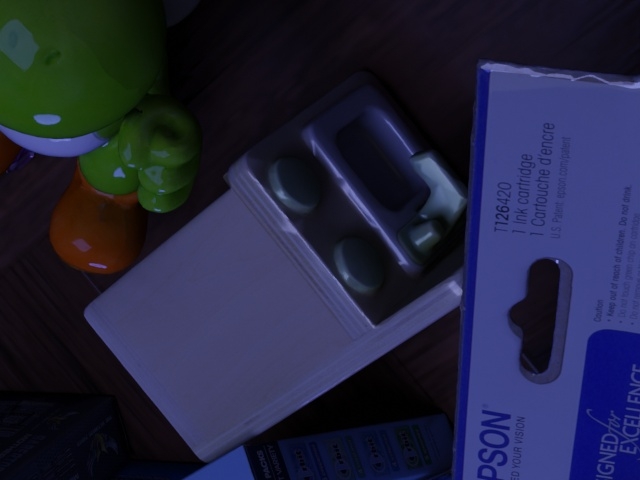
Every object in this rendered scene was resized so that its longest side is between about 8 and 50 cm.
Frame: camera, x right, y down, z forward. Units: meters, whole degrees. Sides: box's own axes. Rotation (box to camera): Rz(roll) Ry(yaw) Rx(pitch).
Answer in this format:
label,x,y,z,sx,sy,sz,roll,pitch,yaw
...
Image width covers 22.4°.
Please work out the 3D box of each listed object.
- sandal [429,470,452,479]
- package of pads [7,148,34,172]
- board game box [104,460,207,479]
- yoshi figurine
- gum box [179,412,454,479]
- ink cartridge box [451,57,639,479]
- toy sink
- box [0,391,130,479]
label,x,y,z,sx,sy,sz,roll,pitch,yaw
sandal,0.156,0.211,0.920,0.317,0.138,0.126,9,108,38
package of pads,-0.231,-0.087,1.099,0.083,0.032,0.050,32,131,12
board game box,-0.151,0.315,1.239,0.308,0.086,0.301,-2,114,31
yoshi figurine,-0.149,-0.093,0.877,0.362,0.204,0.203,121,136,-62
gum box,-0.026,0.163,1.022,0.157,0.184,0.041,-33,70,39
ink cartridge box,0.226,0.041,0.800,0.307,0.072,0.303,12,132,14
toy sink,0.000,0.000,0.936,0.234,0.153,0.131,-36,94,40
box,-0.274,0.182,1.145,0.183,0.233,0.059,-2,112,31
